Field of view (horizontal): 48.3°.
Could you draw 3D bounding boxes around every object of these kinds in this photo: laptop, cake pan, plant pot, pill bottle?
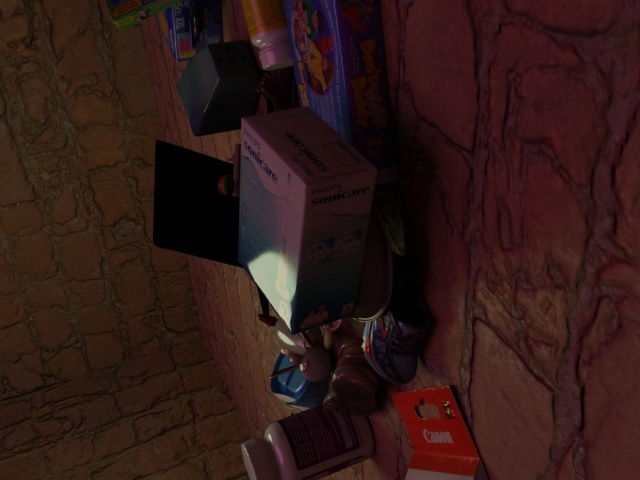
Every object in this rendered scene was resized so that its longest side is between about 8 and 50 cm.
[{"bbox_3d":[-0.291,-0.019,1.964,0.407,0.237,0.381,84,178,-50],"label":"laptop"},{"bbox_3d":[0.025,0.012,1.273,0.293,0.054,0.293,41,139,49],"label":"cake pan"},{"bbox_3d":[-0.256,-0.412,1.882,0.234,0.166,0.165,-45,63,61],"label":"plant pot"},{"bbox_3d":[-0.091,-0.450,1.406,0.119,0.119,0.208,-173,69,-71],"label":"pill bottle"},{"bbox_3d":[-0.035,0.508,1.763,0.169,0.302,0.169,164,90,-72],"label":"pill bottle"}]

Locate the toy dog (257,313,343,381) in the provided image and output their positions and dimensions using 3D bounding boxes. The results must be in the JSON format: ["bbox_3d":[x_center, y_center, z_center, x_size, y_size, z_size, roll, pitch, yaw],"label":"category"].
[{"bbox_3d":[-0.068,0.229,1.718,0.334,0.161,0.220,145,139,-74],"label":"toy dog"}]

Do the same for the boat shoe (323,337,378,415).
[{"bbox_3d":[0.079,0.312,1.605,0.324,0.123,0.116,104,179,-62],"label":"boat shoe"}]

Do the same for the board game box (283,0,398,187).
[{"bbox_3d":[0.031,-0.282,1.257,0.233,0.078,0.346,-142,39,-61],"label":"board game box"}]

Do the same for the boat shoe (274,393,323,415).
[{"bbox_3d":[-0.066,0.479,2.139,0.302,0.113,0.103,166,94,-71],"label":"boat shoe"}]

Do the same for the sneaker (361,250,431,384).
[{"bbox_3d":[0.139,0.156,1.278,0.125,0.104,0.261,33,137,60],"label":"sneaker"}]

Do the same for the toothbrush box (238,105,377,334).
[{"bbox_3d":[-0.034,-0.034,1.154,0.216,0.126,0.295,48,144,43],"label":"toothbrush box"}]

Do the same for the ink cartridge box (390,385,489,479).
[{"bbox_3d":[0.218,0.476,1.337,0.308,0.091,0.384,135,116,-69],"label":"ink cartridge box"}]

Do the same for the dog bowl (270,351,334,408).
[{"bbox_3d":[-0.047,0.362,1.937,0.165,0.074,0.297,-66,18,-7],"label":"dog bowl"}]

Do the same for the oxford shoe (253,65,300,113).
[{"bbox_3d":[-0.098,-0.357,1.551,0.083,0.096,0.227,-136,36,-60],"label":"oxford shoe"}]

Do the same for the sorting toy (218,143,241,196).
[{"bbox_3d":[-0.203,-0.171,1.840,0.274,0.046,0.132,10,-98,-73],"label":"sorting toy"}]

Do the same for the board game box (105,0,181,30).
[{"bbox_3d":[-0.408,-0.691,1.830,0.046,0.318,0.213,63,-178,-65],"label":"board game box"}]

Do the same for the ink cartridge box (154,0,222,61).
[{"bbox_3d":[-0.390,-0.702,2.036,0.270,0.151,0.395,96,150,-49],"label":"ink cartridge box"}]
